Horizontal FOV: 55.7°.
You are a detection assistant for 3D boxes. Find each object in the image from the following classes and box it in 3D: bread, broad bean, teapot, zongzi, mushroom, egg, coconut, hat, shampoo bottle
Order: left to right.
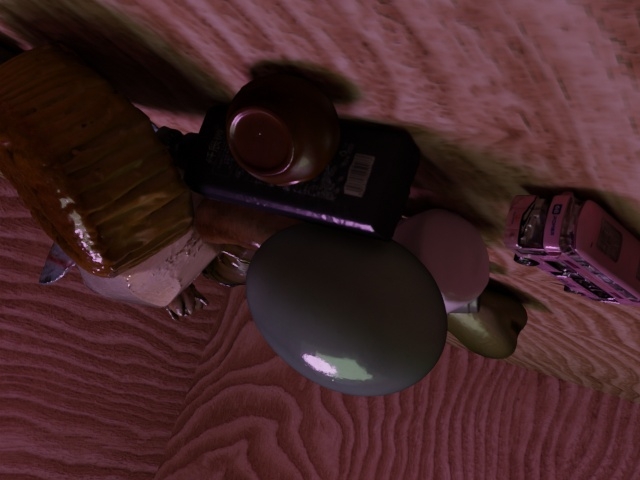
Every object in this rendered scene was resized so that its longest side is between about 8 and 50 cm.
[{"bbox_3d":[-0.256,-0.080,0.651,0.253,0.142,0.227,41,152,33],"label":"bread"},{"bbox_3d":[-0.296,-0.008,1.007,0.245,0.247,0.245,40,172,7],"label":"coconut"},{"bbox_3d":[-0.058,-0.081,0.631,0.310,0.098,0.071,15,174,29],"label":"shampoo bottle"},{"bbox_3d":[-0.114,0.062,1.399,0.289,0.123,0.260,20,154,-15],"label":"zongzi"},{"bbox_3d":[-0.033,-0.101,0.545,0.129,0.078,0.098,-4,112,43],"label":"teapot"},{"bbox_3d":[-0.051,-0.011,0.887,0.278,0.146,0.278,13,178,0],"label":"mushroom"},{"bbox_3d":[0.022,0.066,0.633,0.231,0.168,0.168,25,175,31],"label":"egg"},{"bbox_3d":[0.127,0.033,0.751,0.203,0.203,0.126,24,147,-21],"label":"hat"},{"bbox_3d":[0.254,0.127,1.111,0.263,0.121,0.189,23,167,-3],"label":"broad bean"}]

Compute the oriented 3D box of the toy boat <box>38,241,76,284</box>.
[{"bbox_3d":[-0.479,-0.039,1.191,0.206,0.282,0.096,15,171,30],"label":"toy boat"}]

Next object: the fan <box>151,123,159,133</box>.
[{"bbox_3d":[-0.275,-0.167,0.876,0.240,0.009,0.131,27,170,-40],"label":"fan"}]

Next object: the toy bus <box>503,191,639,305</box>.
[{"bbox_3d":[0.268,0.013,0.609,0.203,0.063,0.090,25,167,-38],"label":"toy bus"}]

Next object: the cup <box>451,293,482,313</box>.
[{"bbox_3d":[0.188,0.071,0.974,0.141,0.120,0.120,6,167,17],"label":"cup"}]

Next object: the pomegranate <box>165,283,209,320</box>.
[{"bbox_3d":[-0.350,0.028,1.309,0.236,0.301,0.236,-19,177,-1],"label":"pomegranate"}]

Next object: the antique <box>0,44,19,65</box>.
[{"bbox_3d":[-0.456,-0.182,0.798,0.150,0.125,0.284,25,169,-30],"label":"antique"}]
